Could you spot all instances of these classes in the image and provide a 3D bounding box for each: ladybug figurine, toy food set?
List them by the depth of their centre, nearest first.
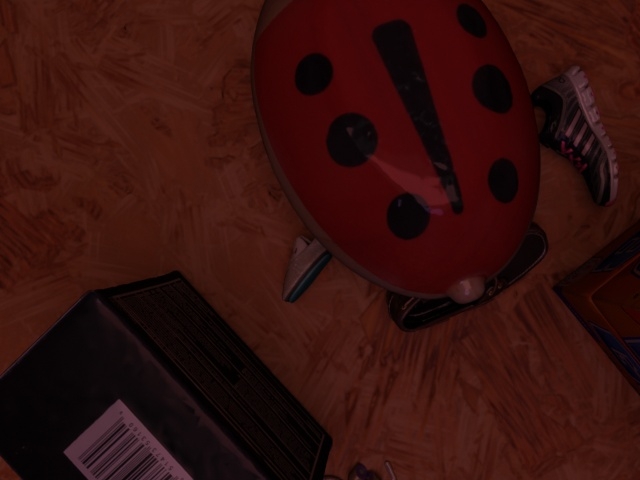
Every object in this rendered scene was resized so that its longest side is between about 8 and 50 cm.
[{"bbox_3d":[0.087,-0.148,0.874,0.305,0.162,0.449,-23,80,-6],"label":"ladybug figurine"},{"bbox_3d":[0.037,0.317,0.980,0.122,0.019,0.078,-22,89,3],"label":"toy food set"}]

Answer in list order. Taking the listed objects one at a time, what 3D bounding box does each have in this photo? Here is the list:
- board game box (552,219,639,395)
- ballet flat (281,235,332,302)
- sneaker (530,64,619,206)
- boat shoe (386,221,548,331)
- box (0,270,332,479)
[{"bbox_3d":[0.511,0.083,0.781,0.356,0.356,0.356,-39,87,3],"label":"board game box"},{"bbox_3d":[0.000,0.000,0.970,0.052,0.057,0.168,41,83,13],"label":"ballet flat"},{"bbox_3d":[0.293,-0.115,0.943,0.074,0.063,0.170,-18,84,3],"label":"sneaker"},{"bbox_3d":[0.176,0.047,0.940,0.207,0.073,0.073,-30,107,4],"label":"boat shoe"},{"bbox_3d":[-0.152,0.203,0.855,0.183,0.294,0.296,-43,87,5],"label":"box"}]
